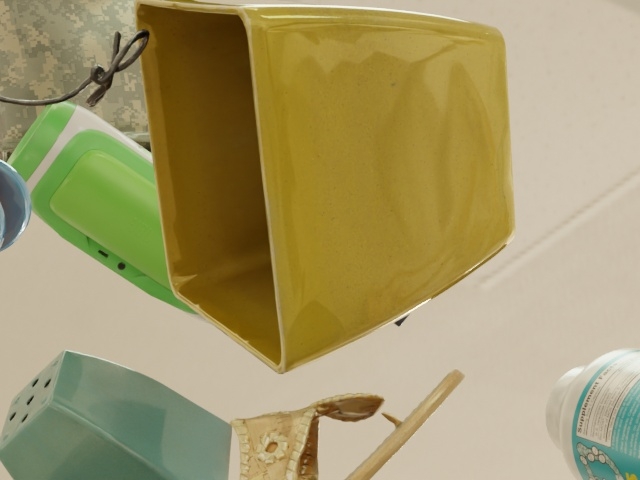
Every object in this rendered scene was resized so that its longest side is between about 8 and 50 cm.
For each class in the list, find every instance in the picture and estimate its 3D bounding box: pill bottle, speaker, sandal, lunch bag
[{"bbox_3d":[0.311,0.175,1.109,0.146,0.146,0.264,13,-2,-24],"label":"pill bottle"},{"bbox_3d":[-0.196,-0.027,1.377,0.296,0.131,0.131,35,-44,-17],"label":"speaker"},{"bbox_3d":[-0.030,0.135,0.691,0.240,0.079,0.088,-47,-8,-3],"label":"sandal"},{"bbox_3d":[-0.277,-0.198,1.568,0.287,0.235,0.169,-6,-18,-22],"label":"lunch bag"}]

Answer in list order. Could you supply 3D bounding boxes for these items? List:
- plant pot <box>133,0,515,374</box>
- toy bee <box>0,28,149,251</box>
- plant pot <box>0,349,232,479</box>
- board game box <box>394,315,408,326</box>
[{"bbox_3d":[0.009,-0.059,0.824,0.187,0.212,0.212,-11,16,-23],"label":"plant pot"},{"bbox_3d":[-0.268,-0.050,0.848,0.162,0.298,0.195,34,-12,-5],"label":"toy bee"},{"bbox_3d":[-0.248,0.251,1.476,0.234,0.166,0.165,39,-67,-22],"label":"plant pot"},{"bbox_3d":[0.000,0.000,1.503,0.042,0.243,0.165,-50,-57,-2],"label":"board game box"}]
